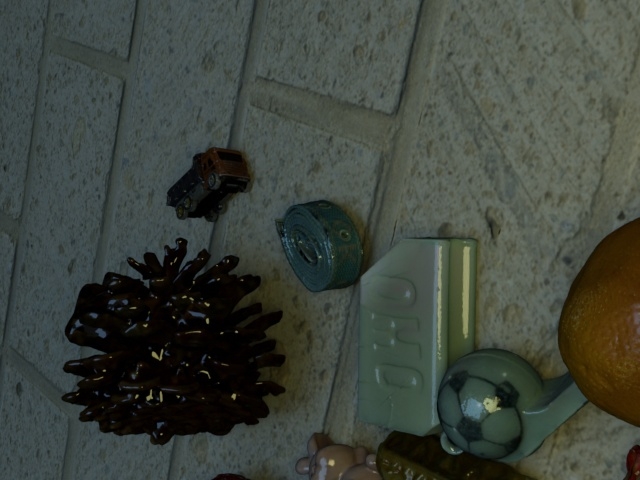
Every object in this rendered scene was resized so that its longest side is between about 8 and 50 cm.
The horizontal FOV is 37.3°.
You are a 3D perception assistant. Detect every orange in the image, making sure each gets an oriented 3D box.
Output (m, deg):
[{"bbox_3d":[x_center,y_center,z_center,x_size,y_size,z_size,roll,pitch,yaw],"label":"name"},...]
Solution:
[{"bbox_3d":[0.389,0.093,1.053,0.264,0.264,0.264,1,91,47],"label":"orange"}]

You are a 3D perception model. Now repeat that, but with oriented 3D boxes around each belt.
[{"bbox_3d":[0.004,0.006,1.593,0.148,0.082,0.163,-40,65,52],"label":"belt"}]

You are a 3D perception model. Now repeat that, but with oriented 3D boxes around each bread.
[{"bbox_3d":[0.190,0.350,1.394,0.269,0.087,0.098,15,102,46],"label":"bread"}]

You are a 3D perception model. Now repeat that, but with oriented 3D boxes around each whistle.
[{"bbox_3d":[0.254,0.200,1.277,0.289,0.164,0.163,-53,55,32],"label":"whistle"}]

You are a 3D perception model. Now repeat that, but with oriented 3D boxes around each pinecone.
[{"bbox_3d":[-0.245,0.180,1.667,0.398,0.398,0.397,1,91,47],"label":"pinecone"}]

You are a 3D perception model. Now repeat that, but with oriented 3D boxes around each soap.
[{"bbox_3d":[0.143,0.138,1.434,0.173,0.095,0.289,3,93,46],"label":"soap"}]

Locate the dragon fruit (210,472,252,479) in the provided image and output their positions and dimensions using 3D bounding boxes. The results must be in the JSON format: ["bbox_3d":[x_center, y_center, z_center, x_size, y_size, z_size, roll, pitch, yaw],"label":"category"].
[{"bbox_3d":[-0.167,0.514,1.725,0.209,0.172,0.172,-36,65,32],"label":"dragon fruit"}]

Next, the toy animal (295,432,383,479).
[{"bbox_3d":[0.018,0.383,1.560,0.213,0.124,0.124,13,101,43],"label":"toy animal"}]

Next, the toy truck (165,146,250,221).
[{"bbox_3d":[-0.218,-0.105,1.829,0.192,0.083,0.092,-37,59,42],"label":"toy truck"}]

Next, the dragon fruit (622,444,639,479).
[{"bbox_3d":[0.426,0.327,1.098,0.163,0.189,0.261,-26,73,16],"label":"dragon fruit"}]
